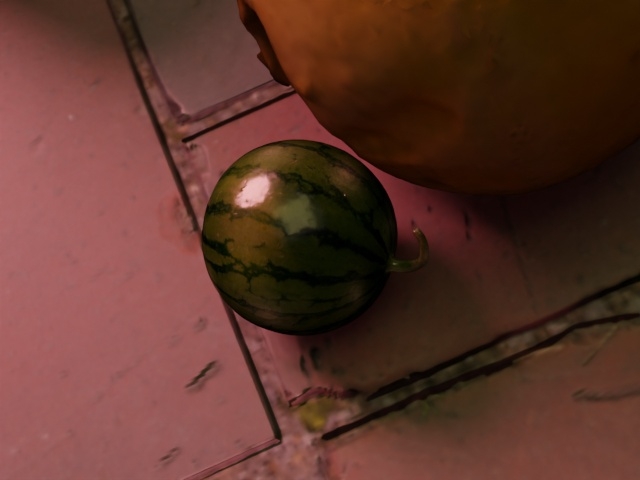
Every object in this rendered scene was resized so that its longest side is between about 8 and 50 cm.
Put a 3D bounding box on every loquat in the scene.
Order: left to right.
[{"bbox_3d":[0.080,-0.139,0.488,0.244,0.244,0.244,-4,66,9],"label":"loquat"}]

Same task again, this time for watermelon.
[{"bbox_3d":[-0.006,0.001,0.518,0.109,0.109,0.109,-4,66,9],"label":"watermelon"}]
